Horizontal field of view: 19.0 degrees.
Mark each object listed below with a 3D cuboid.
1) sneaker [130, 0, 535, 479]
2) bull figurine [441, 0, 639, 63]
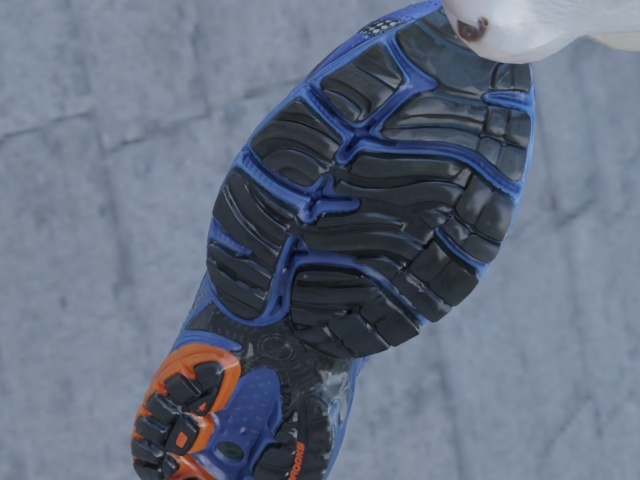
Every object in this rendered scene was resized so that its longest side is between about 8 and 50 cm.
[{"bbox_3d":[0.000,0.000,0.612,0.083,0.221,0.087,28,41,-9],"label":"sneaker"},{"bbox_3d":[0.154,-0.088,0.462,0.310,0.101,0.188,-34,158,-24],"label":"bull figurine"}]
